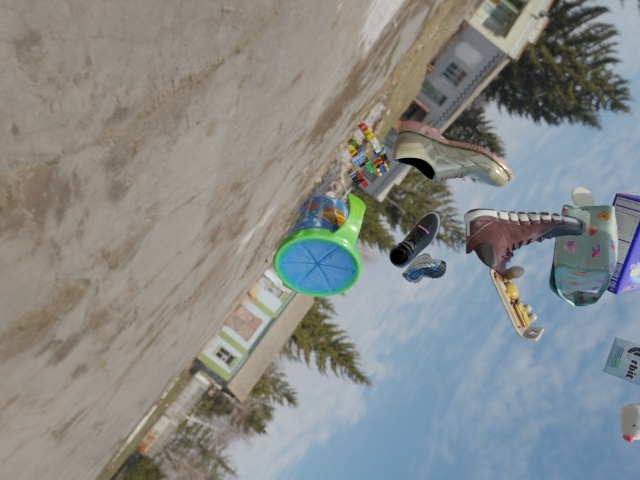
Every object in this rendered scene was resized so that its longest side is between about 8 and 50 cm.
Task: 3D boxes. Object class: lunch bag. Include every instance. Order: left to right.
[{"bbox_3d":[0.769,0.052,1.246,0.262,0.159,0.224,48,55,-50],"label":"lunch bag"}]

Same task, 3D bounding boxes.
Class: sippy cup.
[{"bbox_3d":[0.000,0.000,1.191,0.305,0.240,0.224,-12,-140,17],"label":"sippy cup"}]

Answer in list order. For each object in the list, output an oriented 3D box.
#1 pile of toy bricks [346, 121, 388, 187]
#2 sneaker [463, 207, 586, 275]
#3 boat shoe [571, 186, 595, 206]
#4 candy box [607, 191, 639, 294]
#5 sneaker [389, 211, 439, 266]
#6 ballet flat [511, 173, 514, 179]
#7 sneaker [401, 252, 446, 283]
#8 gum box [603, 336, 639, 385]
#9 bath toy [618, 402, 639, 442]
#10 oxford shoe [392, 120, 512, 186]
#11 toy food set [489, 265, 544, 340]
[{"bbox_3d":[0.107,-0.233,1.137,0.118,0.105,0.212,-35,160,8],"label":"pile of toy bricks"},{"bbox_3d":[0.503,0.011,1.073,0.106,0.280,0.163,16,80,-69],"label":"sneaker"},{"bbox_3d":[0.879,-0.093,1.408,0.063,0.066,0.184,79,0,-56],"label":"boat shoe"},{"bbox_3d":[1.060,0.001,1.416,0.122,0.267,0.318,40,-52,55],"label":"candy box"},{"bbox_3d":[0.403,0.006,1.819,0.296,0.104,0.146,-54,163,15],"label":"sneaker"},{"bbox_3d":[0.620,-0.238,1.452,0.041,0.114,0.041,-163,-90,-83],"label":"ballet flat"},{"bbox_3d":[0.309,0.068,1.248,0.083,0.071,0.190,-59,-169,-20],"label":"sneaker"},{"bbox_3d":[1.284,0.502,1.734,0.041,0.184,0.157,13,96,-53],"label":"gum box"},{"bbox_3d":[1.066,0.661,1.291,0.129,0.348,0.151,-37,167,-33],"label":"bath toy"},{"bbox_3d":[0.411,-0.237,1.358,0.140,0.396,0.147,109,2,-78],"label":"oxford shoe"},{"bbox_3d":[0.738,0.205,1.573,0.092,0.307,0.219,-28,166,30],"label":"toy food set"}]
